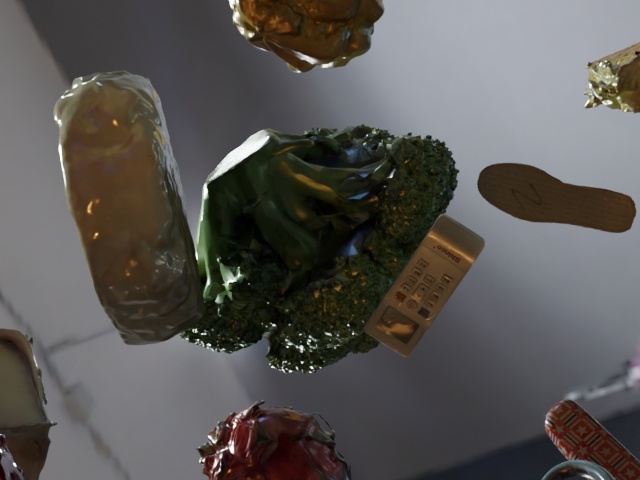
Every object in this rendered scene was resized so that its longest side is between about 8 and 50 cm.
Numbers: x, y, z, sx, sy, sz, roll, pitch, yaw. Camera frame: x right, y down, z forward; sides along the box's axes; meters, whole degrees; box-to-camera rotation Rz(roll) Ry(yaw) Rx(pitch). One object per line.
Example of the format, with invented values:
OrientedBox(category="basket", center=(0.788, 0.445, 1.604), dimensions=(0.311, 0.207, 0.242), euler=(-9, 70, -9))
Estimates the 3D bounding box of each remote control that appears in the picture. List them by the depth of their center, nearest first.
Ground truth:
OrientedBox(category="remote control", center=(0.113, 0.049, 1.696), dimensions=(0.061, 0.162, 0.029), euler=(34, -157, 1))

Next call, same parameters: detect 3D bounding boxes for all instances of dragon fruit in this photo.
OrientedBox(category="dragon fruit", center=(-0.052, 0.345, 2.305), dimensions=(0.193, 0.274, 0.192), euler=(115, 171, -53))

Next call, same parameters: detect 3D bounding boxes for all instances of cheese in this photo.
OrientedBox(category="cheese", center=(-0.215, -0.045, 1.780), dimensions=(0.326, 0.115, 0.318), euler=(-111, 8, -68))

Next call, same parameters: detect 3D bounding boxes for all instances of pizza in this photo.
OrientedBox(category="pizza", center=(0.360, -0.180, 1.676), dimensions=(0.288, 0.280, 0.075), euler=(-28, -84, -50))

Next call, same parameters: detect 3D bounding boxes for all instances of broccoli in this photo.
OrientedBox(category="broccoli", center=(0.001, -0.004, 1.985), dimensions=(0.310, 0.413, 0.321), euler=(62, -160, 11))

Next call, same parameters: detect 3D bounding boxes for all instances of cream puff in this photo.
OrientedBox(category="cream puff", center=(-0.022, -0.216, 1.461), dimensions=(0.156, 0.156, 0.121), euler=(-23, -80, -74))

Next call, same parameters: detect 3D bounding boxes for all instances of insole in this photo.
OrientedBox(category="insole", center=(0.264, -0.047, 1.765), dimensions=(0.004, 0.188, 0.064), euler=(-14, -65, -65))

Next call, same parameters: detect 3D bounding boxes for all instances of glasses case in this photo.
OrientedBox(category="glasses case", center=(0.418, 0.326, 2.367), dimensions=(0.194, 0.073, 0.049), euler=(45, 158, 23))

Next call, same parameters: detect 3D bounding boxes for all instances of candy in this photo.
OrientedBox(category="candy", center=(-0.398, 0.193, 1.709), dimensions=(0.185, 0.195, 0.137), euler=(-119, 36, -43))

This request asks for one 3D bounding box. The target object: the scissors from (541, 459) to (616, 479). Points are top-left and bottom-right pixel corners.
OrientedBox(category="scissors", center=(0.299, 0.341, 1.406), dimensions=(0.029, 0.256, 0.383), euler=(57, -147, -35))

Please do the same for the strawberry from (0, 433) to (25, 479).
OrientedBox(category="strawberry", center=(-0.346, 0.292, 1.284), dimensions=(0.345, 0.295, 0.317), euler=(49, -123, -5))
